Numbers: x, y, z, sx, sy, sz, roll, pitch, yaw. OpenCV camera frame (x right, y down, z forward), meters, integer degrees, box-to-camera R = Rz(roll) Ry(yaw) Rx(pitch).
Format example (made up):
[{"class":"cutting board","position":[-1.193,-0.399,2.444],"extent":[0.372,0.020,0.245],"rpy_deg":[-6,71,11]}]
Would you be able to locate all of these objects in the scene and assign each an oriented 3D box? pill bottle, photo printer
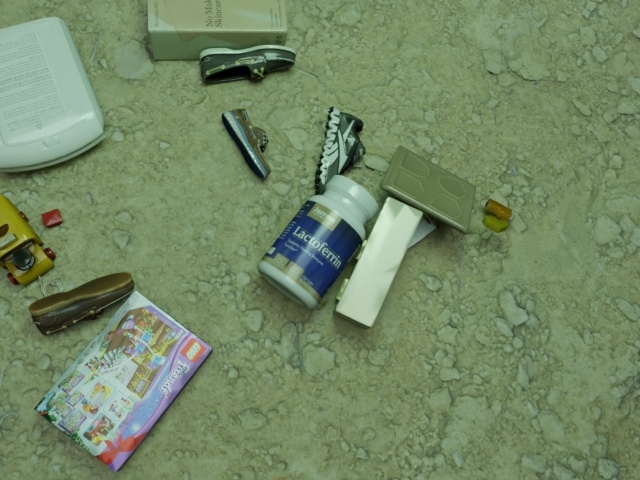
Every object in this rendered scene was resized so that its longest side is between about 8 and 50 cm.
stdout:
[{"class":"pill bottle","position":[0.000,0.000,1.275],"extent":[0.153,0.153,0.265],"rpy_deg":[36,78,2]},{"class":"photo printer","position":[-0.621,-0.305,1.291],"extent":[0.256,0.107,0.307],"rpy_deg":[-22,80,-14]}]

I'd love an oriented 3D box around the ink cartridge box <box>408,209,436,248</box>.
[{"class":"ink cartridge box","position":[0.205,-0.020,1.390],"extent":[0.115,0.029,0.063],"rpy_deg":[-33,83,-17]}]

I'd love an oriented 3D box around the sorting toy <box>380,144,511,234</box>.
[{"class":"sorting toy","position":[0.289,-0.092,1.365],"extent":[0.307,0.041,0.229],"rpy_deg":[29,36,-1]}]

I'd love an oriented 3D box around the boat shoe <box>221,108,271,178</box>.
[{"class":"boat shoe","position":[-0.154,-0.228,1.368],"extent":[0.066,0.066,0.183],"rpy_deg":[-29,81,-17]}]

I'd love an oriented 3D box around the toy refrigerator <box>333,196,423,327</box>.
[{"class":"toy refrigerator","position":[0.119,0.049,1.300],"extent":[0.094,0.102,0.269],"rpy_deg":[25,80,2]}]

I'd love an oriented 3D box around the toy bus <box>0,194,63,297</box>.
[{"class":"toy bus","position":[-0.619,0.008,1.207],"extent":[0.202,0.104,0.191],"rpy_deg":[7,74,-7]}]

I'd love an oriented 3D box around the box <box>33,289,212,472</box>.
[{"class":"box","position":[-0.384,0.275,1.197],"extent":[0.201,0.057,0.293],"rpy_deg":[37,72,3]}]

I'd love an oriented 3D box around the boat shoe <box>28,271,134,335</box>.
[{"class":"boat shoe","position":[-0.477,0.128,1.222],"extent":[0.207,0.073,0.073],"rpy_deg":[-19,116,-10]}]

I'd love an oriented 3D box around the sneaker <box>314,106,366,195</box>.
[{"class":"sneaker","position":[0.050,-0.196,1.387],"extent":[0.106,0.078,0.234],"rpy_deg":[12,71,-3]}]

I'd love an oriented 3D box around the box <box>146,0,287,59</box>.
[{"class":"box","position":[-0.241,-0.514,1.403],"extent":[0.311,0.121,0.148],"rpy_deg":[-5,76,-11]}]

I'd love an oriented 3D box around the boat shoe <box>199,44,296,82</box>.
[{"class":"boat shoe","position":[-0.168,-0.410,1.412],"extent":[0.227,0.081,0.069],"rpy_deg":[-5,78,-3]}]
